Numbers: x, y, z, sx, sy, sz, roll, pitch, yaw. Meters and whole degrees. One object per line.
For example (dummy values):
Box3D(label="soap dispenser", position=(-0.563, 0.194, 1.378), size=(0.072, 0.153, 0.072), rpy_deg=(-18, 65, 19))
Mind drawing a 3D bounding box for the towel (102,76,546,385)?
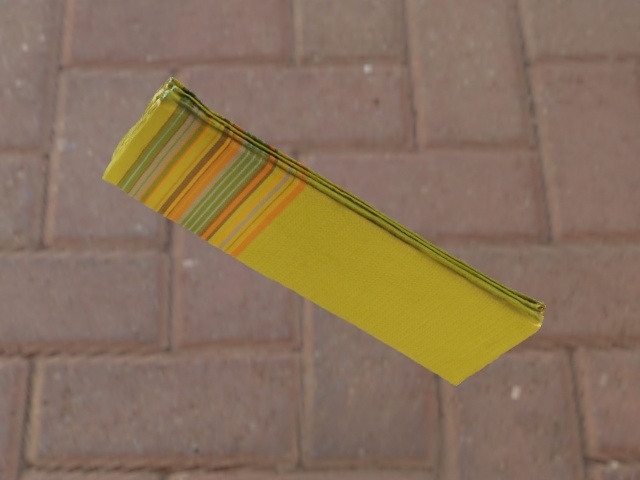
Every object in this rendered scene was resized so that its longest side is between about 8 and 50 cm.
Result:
Box3D(label="towel", position=(0.000, 0.000, 0.955), size=(0.237, 0.102, 0.021), rpy_deg=(31, 58, -11))
